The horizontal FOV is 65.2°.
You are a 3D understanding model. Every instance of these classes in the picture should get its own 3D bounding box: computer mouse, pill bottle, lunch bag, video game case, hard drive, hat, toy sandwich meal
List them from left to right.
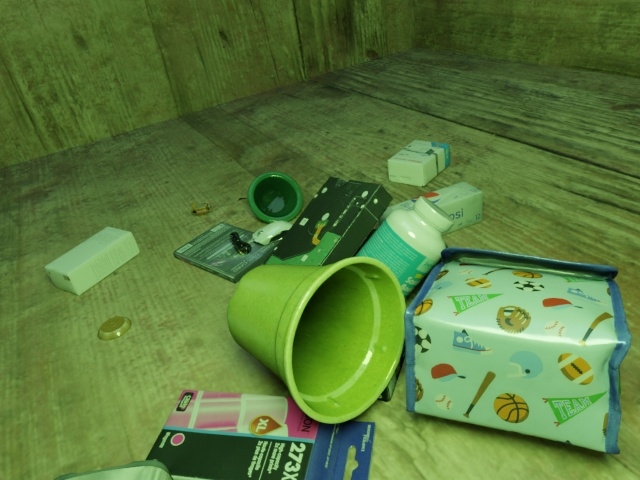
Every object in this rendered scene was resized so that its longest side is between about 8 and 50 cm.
[{"bbox_3d":[-0.411,-0.114,1.727,0.086,0.029,0.085,-7,31,4],"label":"toy sandwich meal"},{"bbox_3d":[-0.271,0.027,1.465,0.274,0.026,0.196,18,41,36],"label":"video game case"},{"bbox_3d":[-0.161,-0.021,1.447,0.193,0.042,0.106,-21,32,-17],"label":"computer mouse"},{"bbox_3d":[-0.159,-0.121,1.675,0.173,0.183,0.208,-27,76,-14],"label":"hat"},{"bbox_3d":[0.000,0.000,1.212,0.339,0.064,0.237,-53,30,-11],"label":"hard drive"},{"bbox_3d":[0.169,0.034,1.086,0.146,0.264,0.146,33,20,-13],"label":"pill bottle"},{"bbox_3d":[0.355,0.146,0.907,0.328,0.238,0.385,6,19,26],"label":"lunch bag"}]

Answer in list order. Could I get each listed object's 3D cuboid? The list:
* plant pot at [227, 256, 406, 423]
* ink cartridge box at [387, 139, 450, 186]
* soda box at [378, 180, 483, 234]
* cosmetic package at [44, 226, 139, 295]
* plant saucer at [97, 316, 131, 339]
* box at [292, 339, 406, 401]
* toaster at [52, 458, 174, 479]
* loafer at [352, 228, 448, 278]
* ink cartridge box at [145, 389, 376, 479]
[{"bbox_3d":[-0.029,0.147,0.909,0.276,0.276,0.254,-34,28,-33],"label":"plant pot"},{"bbox_3d":[0.339,-0.268,1.716,0.140,0.082,0.191,16,38,36],"label":"ink cartridge box"},{"bbox_3d":[0.306,-0.070,1.387,0.286,0.098,0.091,-19,32,-14],"label":"soda box"},{"bbox_3d":[-0.666,0.055,1.477,0.117,0.085,0.231,11,39,31],"label":"cosmetic package"},{"bbox_3d":[-0.512,0.213,1.240,0.083,0.015,0.083,-7,31,4],"label":"plant saucer"},{"bbox_3d":[0.056,0.226,1.021,0.220,0.051,0.175,4,34,22],"label":"box"},{"bbox_3d":[-0.324,0.427,0.732,0.227,0.129,0.146,-9,33,-1],"label":"toaster"},{"bbox_3d":[0.158,0.039,1.259,0.366,0.133,0.130,11,0,33],"label":"loafer"},{"bbox_3d":[-0.100,0.353,0.855,0.371,0.069,0.175,1,33,13],"label":"ink cartridge box"}]
